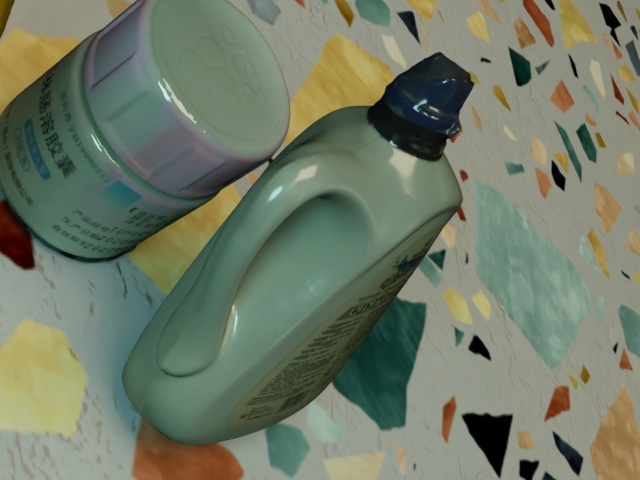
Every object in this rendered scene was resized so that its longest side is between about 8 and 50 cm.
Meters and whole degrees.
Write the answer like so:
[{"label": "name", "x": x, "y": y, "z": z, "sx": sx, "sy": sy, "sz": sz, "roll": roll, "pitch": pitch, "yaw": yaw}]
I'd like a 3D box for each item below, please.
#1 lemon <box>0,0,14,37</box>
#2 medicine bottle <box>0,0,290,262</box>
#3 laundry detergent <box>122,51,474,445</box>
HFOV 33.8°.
[{"label": "lemon", "x": -0.280, "y": -0.149, "z": 0.453, "sx": 0.297, "sy": 0.297, "sz": 0.297, "roll": 29, "pitch": 48, "yaw": -38}, {"label": "medicine bottle", "x": -0.117, "y": -0.074, "z": 0.693, "sx": 0.135, "sy": 0.168, "sz": 0.135, "roll": 30, "pitch": 47, "yaw": -38}, {"label": "laundry detergent", "x": 0.000, "y": 0.000, "z": 0.689, "sx": 0.105, "sy": 0.281, "sz": 0.214, "roll": 47, "pitch": 33, "yaw": 20}]
